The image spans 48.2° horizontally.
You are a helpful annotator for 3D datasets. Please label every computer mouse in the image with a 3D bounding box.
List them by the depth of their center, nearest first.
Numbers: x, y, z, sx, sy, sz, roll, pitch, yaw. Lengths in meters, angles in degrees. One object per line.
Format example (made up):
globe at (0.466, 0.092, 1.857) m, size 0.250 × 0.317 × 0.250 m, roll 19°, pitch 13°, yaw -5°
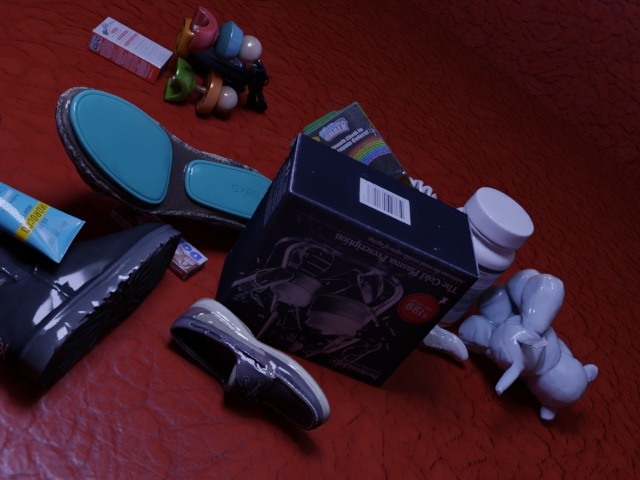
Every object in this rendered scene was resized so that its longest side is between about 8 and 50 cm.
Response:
computer mouse at (-0.242, -0.424, 1.722) m, size 0.272 × 0.188 × 0.072 m, roll 42°, pitch 71°, yaw 14°

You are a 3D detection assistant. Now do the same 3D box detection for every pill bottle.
pill bottle at (0.295, 0.035, 1.477) m, size 0.161 × 0.283 × 0.161 m, roll 22°, pitch 36°, yaw -18°

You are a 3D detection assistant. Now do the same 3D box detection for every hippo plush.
hippo plush at (0.452, 0.212, 1.433) m, size 0.237 × 0.234 × 0.294 m, roll 38°, pitch 7°, yaw -17°

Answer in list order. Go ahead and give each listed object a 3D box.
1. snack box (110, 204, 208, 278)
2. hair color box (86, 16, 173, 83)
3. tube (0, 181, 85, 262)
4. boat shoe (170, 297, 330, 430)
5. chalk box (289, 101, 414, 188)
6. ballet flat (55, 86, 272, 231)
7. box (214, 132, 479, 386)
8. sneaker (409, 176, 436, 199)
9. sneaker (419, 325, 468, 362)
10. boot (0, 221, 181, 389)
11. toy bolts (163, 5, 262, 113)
snack box at (-0.288, -0.004, 1.277) m, size 0.178 × 0.022 × 0.064 m, roll 39°, pitch 34°, yaw 7°
hair color box at (-0.435, -0.436, 1.641) m, size 0.167 × 0.053 × 0.093 m, roll 29°, pitch 36°, yaw -10°
tube at (-0.431, -0.046, 0.967) m, size 0.207 × 0.052 × 0.080 m, roll 29°, pitch 53°, yaw -12°
boat shoe at (-0.115, 0.204, 1.110) m, size 0.285 × 0.102 × 0.092 m, roll 39°, pitch 40°, yaw 13°
chalk box at (0.063, -0.158, 1.556) m, size 0.289 × 0.180 × 0.179 m, roll 61°, pitch 4°, yaw 32°
ballet flat at (-0.282, -0.109, 1.239) m, size 0.483 × 0.182 × 0.164 m, roll 22°, pitch 67°, yaw -49°
box at (0.037, 0.046, 1.231) m, size 0.343 × 0.312 × 0.179 m, roll 24°, pitch 37°, yaw -14°
sneaker at (0.144, -0.130, 1.716) m, size 0.292 × 0.110 × 0.118 m, roll 30°, pitch 44°, yaw -6°
sneaker at (0.230, 0.200, 1.442) m, size 0.152 × 0.053 × 0.061 m, roll 41°, pitch 59°, yaw 2°
boot at (-0.477, -0.029, 1.067) m, size 0.445 × 0.146 × 0.367 m, roll 32°, pitch 33°, yaw 5°
toy bolts at (-0.232, -0.417, 1.602) m, size 0.159 × 0.228 × 0.218 m, roll 16°, pitch 57°, yaw -24°
